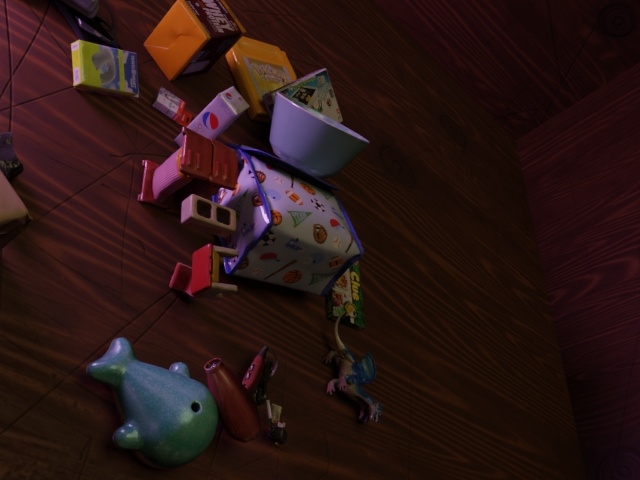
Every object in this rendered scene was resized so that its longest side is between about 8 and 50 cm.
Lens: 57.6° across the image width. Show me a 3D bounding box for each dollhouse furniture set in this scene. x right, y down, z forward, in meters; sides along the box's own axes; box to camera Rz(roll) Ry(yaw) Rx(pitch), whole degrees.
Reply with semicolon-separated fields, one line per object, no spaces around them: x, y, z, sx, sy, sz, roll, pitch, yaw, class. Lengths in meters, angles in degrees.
-0.307;-0.041;1.325;0.152;0.201;0.374;20;56;-39;dollhouse furniture set

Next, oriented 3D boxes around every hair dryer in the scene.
-0.168;0.324;1.263;0.293;0.080;0.224;50;24;-57;hair dryer

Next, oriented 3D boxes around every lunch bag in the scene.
-0.103;-0.083;1.559;0.328;0.239;0.385;21;34;-38;lunch bag

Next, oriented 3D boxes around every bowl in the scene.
-0.028;-0.295;1.724;0.311;0.163;0.311;28;13;-7;bowl

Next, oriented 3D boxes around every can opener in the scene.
-0.685;-0.633;1.423;0.280;0.074;0.093;26;83;-16;can opener

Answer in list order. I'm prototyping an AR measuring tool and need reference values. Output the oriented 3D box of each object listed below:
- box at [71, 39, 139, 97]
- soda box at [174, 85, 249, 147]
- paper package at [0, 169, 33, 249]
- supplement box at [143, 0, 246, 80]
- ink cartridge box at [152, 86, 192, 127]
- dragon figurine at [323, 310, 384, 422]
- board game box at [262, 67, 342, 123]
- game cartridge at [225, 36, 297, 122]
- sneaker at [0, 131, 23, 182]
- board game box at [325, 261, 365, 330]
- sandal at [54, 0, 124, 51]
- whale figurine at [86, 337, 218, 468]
-0.527;-0.424;1.455;0.178;0.042;0.109;-4;91;-50;box
-0.286;-0.305;1.519;0.069;0.216;0.074;50;37;-10;soda box
-0.706;-0.092;0.927;0.325;0.168;0.309;57;36;-1;paper package
-0.358;-0.581;1.668;0.129;0.191;0.194;54;36;-3;supplement box
-0.399;-0.363;1.593;0.115;0.029;0.063;32;42;-29;ink cartridge box
0.090;0.347;1.562;0.144;0.085;0.289;21;49;-38;dragon figurine
-0.050;-0.435;1.927;0.305;0.053;0.193;-39;117;-44;board game box
-0.174;-0.537;1.960;0.285;0.052;0.324;-4;69;-50;game cartridge
-0.624;-0.134;1.147;0.089;0.051;0.170;-18;74;-48;sneaker
0.069;0.133;1.750;0.136;0.030;0.260;27;46;-37;board game box
-0.588;-0.550;1.498;0.254;0.054;0.097;51;37;-8;sandal
-0.307;0.299;1.100;0.272;0.141;0.216;51;37;-9;whale figurine
